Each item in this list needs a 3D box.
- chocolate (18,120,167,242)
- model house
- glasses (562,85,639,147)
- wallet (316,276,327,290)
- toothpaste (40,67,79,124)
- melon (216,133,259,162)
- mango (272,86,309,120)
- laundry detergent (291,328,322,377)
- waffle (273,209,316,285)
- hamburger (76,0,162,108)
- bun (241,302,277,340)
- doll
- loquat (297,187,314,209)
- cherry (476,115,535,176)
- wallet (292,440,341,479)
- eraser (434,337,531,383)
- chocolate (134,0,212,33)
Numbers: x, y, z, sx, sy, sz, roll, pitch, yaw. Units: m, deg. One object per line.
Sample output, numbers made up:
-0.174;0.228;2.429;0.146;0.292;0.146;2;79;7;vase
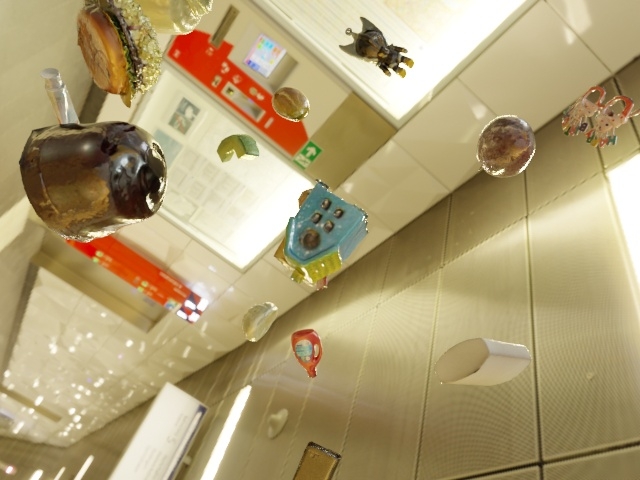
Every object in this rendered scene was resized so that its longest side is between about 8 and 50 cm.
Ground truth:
-0.626;-0.202;1.442;0.330;0.384;0.384;-14;-154;12;chocolate
0.000;0.000;1.576;0.303;0.215;0.237;-56;165;-11;model house
0.848;-0.366;1.479;0.162;0.095;0.255;-53;-154;19;glasses
0.009;0.076;1.743;0.103;0.020;0.197;132;-38;-71;wallet
-0.802;-0.421;1.508;0.234;0.057;0.089;98;3;-53;toothpaste
-0.331;-0.360;1.895;0.209;0.064;0.118;-9;-93;42;melon
-0.090;-0.437;1.565;0.111;0.163;0.090;-29;142;-26;mango
-0.037;0.374;1.590;0.097;0.166;0.049;-12;-164;9;laundry detergent
-0.048;0.032;1.886;0.055;0.248;0.221;15;-110;43;waffle
-0.469;-0.452;1.136;0.138;0.261;0.243;-29;144;-34;hamburger
-0.256;0.318;1.973;0.183;0.102;0.183;-51;166;-18;bun
0.225;-0.757;1.912;0.103;0.316;0.146;-22;147;-56;doll
-0.044;-0.178;2.195;0.137;0.137;0.113;-42;-126;36;loquat
0.650;-0.329;1.699;0.266;0.183;0.214;-155;-115;-77;cherry
-0.022;0.703;1.447;0.031;0.110;0.198;-38;151;-73;wallet
0.469;0.352;1.386;0.174;0.270;0.095;-42;-130;30;eraser
-0.564;-0.894;1.737;0.314;0.296;0.326;90;24;-46;chocolate
